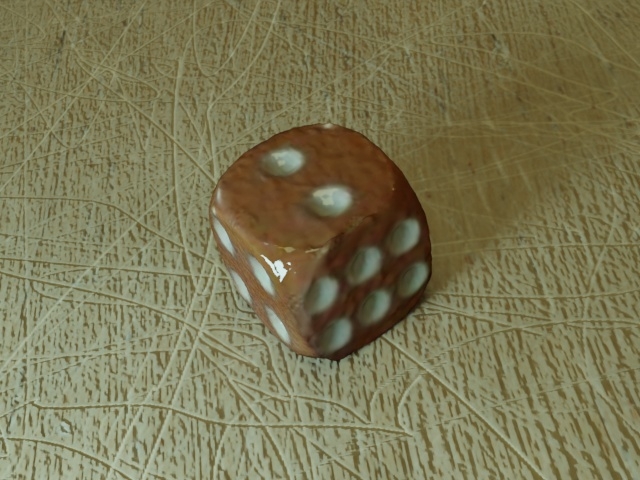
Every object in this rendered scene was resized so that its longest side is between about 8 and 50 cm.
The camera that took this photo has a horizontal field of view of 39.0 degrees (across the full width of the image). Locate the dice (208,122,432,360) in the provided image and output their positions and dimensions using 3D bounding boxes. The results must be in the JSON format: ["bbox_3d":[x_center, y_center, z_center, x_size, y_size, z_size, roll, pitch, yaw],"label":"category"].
[{"bbox_3d":[0.000,0.000,0.927,0.175,0.174,0.179,-29,44,-15],"label":"dice"}]
